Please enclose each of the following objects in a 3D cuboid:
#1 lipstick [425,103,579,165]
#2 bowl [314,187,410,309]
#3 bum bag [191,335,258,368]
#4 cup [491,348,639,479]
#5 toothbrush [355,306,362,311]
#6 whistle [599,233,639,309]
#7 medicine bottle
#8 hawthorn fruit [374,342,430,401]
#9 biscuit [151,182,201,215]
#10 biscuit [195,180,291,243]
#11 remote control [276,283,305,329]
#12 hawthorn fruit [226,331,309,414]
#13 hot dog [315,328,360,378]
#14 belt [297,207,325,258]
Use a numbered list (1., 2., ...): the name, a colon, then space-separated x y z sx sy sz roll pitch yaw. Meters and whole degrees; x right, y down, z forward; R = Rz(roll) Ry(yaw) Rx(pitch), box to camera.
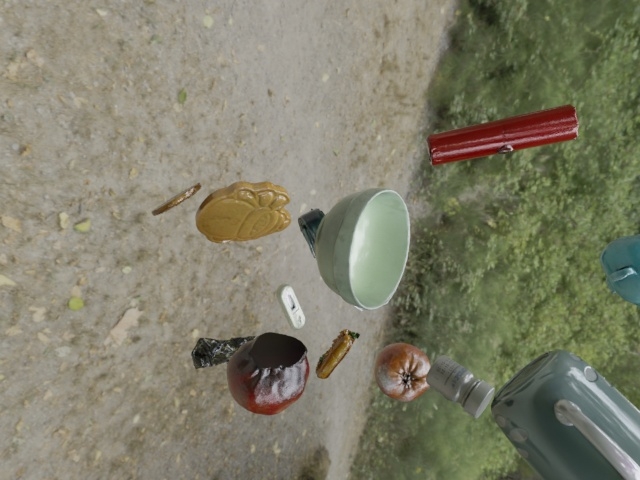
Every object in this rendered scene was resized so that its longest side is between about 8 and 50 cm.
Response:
1. lipstick: 0.356 -0.207 0.855 0.073 0.280 0.073 -10 90 -78
2. bowl: 0.098 0.011 1.093 0.307 0.163 0.307 -24 120 -49
3. bum bag: -0.306 0.373 1.433 0.069 0.248 0.102 162 -72 -69
4. cup: 0.539 0.397 0.903 0.259 0.274 0.357 -42 157 2
5. toothbrush: 0.104 0.225 1.614 0.162 0.014 0.017 38 40 -25
6. whistle: 0.463 0.034 0.548 0.186 0.274 0.093 -51 -132 53
7. medicine bottle: 0.401 0.418 1.232 0.105 0.168 0.105 -28 134 -34
8. hawthorn fruit: 0.345 0.526 1.757 0.263 0.235 0.231 -46 153 -55
9. biscuit: -0.476 -0.135 1.419 0.027 0.188 0.188 60 38 -17
10. biscuit: -0.258 -0.092 1.504 0.312 0.351 0.057 120 -41 -50
11. remote control: -0.120 0.276 1.765 0.078 0.042 0.221 -41 120 -38
12. hawthorn fruit: -0.138 0.351 1.118 0.249 0.215 0.215 106 7 -64
13. hot dog: 0.041 0.323 1.220 0.188 0.055 0.072 -57 170 19
14. belt: 0.000 0.000 1.758 0.116 0.206 0.267 -29 105 -12
